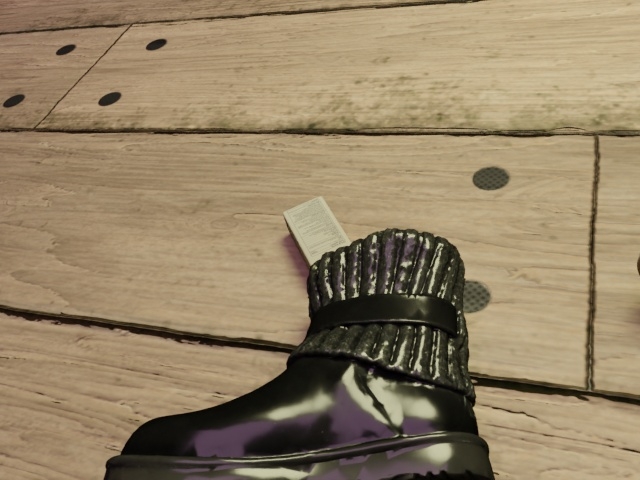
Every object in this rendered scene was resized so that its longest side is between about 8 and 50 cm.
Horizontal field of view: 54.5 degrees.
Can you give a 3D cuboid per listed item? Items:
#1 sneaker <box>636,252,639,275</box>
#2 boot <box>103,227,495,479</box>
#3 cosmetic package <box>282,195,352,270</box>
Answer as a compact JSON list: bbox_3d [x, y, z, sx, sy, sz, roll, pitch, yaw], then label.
[{"bbox_3d":[0.459,0.009,0.587,0.282,0.099,0.153,14,57,20],"label":"sneaker"},{"bbox_3d":[-0.017,0.124,0.602,0.348,0.131,0.260,-3,52,0],"label":"boot"},{"bbox_3d":[0.000,0.000,0.786,0.060,0.041,0.115,-23,45,-5],"label":"cosmetic package"}]
